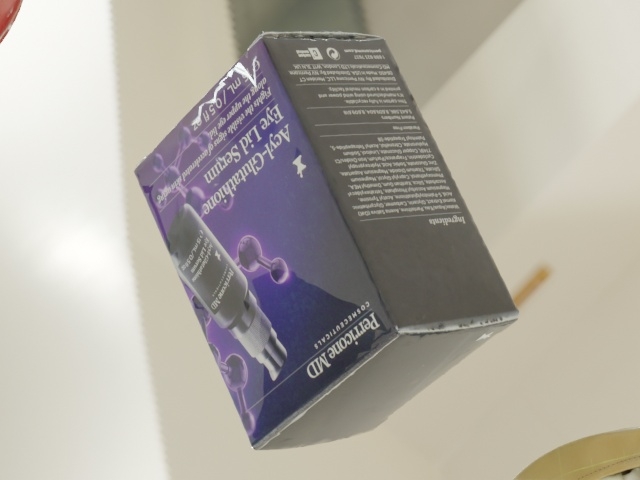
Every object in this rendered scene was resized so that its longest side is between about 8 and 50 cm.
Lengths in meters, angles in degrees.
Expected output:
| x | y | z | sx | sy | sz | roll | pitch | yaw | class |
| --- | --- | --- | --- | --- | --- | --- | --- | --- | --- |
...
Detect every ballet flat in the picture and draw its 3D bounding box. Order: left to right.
| x | y | z | sx | sy | sz | roll | pitch | yaw | class |
| --- | --- | --- | --- | --- | --- | --- | --- | --- | --- |
| 0.202 | 0.141 | 1.087 | 0.080 | 0.232 | 0.073 | 54 | -149 | -24 | ballet flat |

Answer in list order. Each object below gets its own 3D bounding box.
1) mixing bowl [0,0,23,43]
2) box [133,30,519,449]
| x | y | z | sx | sy | sz | roll | pitch | yaw | class |
| --- | --- | --- | --- | --- | --- | --- | --- | --- | --- |
| -0.187 | -0.120 | 0.806 | 0.098 | 0.181 | 0.181 | 39 | -174 | -43 | mixing bowl |
| 0.000 | 0.000 | 1.164 | 0.108 | 0.153 | 0.207 | -4 | -119 | -44 | box |
